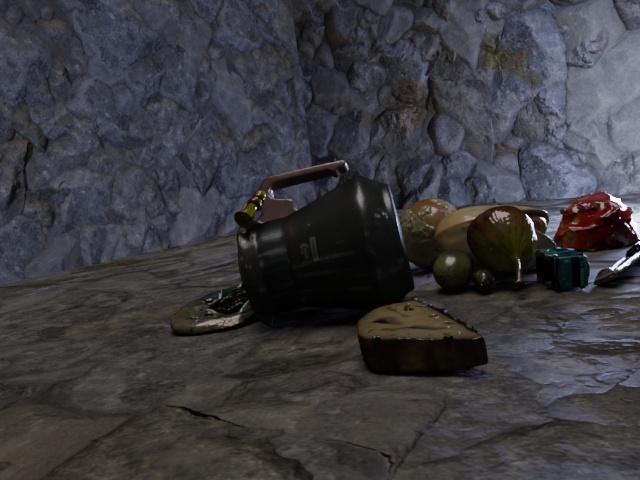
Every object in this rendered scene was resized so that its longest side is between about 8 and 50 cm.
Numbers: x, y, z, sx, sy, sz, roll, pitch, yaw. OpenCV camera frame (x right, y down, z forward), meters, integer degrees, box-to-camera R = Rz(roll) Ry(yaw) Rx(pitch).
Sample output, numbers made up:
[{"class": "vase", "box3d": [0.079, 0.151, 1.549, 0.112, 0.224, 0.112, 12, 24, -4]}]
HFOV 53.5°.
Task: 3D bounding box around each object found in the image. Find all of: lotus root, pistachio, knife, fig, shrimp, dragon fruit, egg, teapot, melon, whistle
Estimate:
[{"class": "lotus root", "box3d": [0.377, 0.092, 1.462, 0.049, 0.054, 0.099, -27, 1, 13]}, {"class": "pistachio", "box3d": [0.442, -0.009, 1.627, 0.299, 0.187, 0.187, -6, 7, 7]}, {"class": "knife", "box3d": [0.722, 0.042, 1.482, 0.365, 0.043, 0.089, -16, -27, -46]}, {"class": "fig", "box3d": [0.428, 0.033, 1.461, 0.160, 0.230, 0.143, 4, -32, -10]}, {"class": "shrimp", "box3d": [-0.213, 0.156, 1.498, 0.178, 0.075, 0.289, 9, 15, 40]}, {"class": "dragon fruit", "box3d": [0.811, -0.060, 1.829, 0.274, 0.161, 0.126, -7, 4, -13]}, {"class": "egg", "box3d": [0.317, -0.017, 1.820, 0.203, 0.203, 0.245, -6, -17, 7]}, {"class": "teapot", "box3d": [0.000, 0.000, 1.426, 0.362, 0.376, 0.305, -14, -24, 7]}, {"class": "melon", "box3d": [0.319, 0.070, 1.524, 0.098, 0.098, 0.131, -5, 12, 18]}, {"class": "whistle", "box3d": [-0.151, -0.068, 1.392, 0.046, 0.057, 0.109, 27, 39, -1]}, {"class": "lotus root", "box3d": [0.145, 0.160, 1.043, 0.170, 0.074, 0.261, -9, 8, -7]}]

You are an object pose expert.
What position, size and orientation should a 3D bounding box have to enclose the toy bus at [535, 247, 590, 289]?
[{"class": "toy bus", "box3d": [0.545, 0.061, 1.435, 0.092, 0.079, 0.160, -5, 5, 6]}]
